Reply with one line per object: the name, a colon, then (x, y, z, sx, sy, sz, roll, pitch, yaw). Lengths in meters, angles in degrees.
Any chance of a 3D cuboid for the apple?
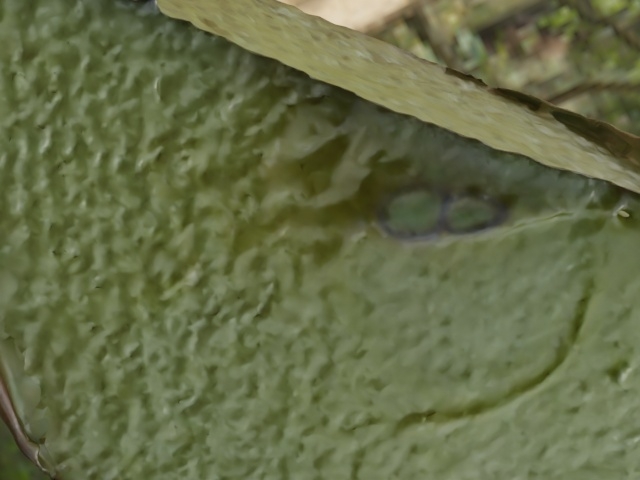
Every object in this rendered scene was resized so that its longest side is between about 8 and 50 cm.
apple: (0.000, 0.000, 0.760, 0.346, 0.254, 0.179, 19, 142, -17)
